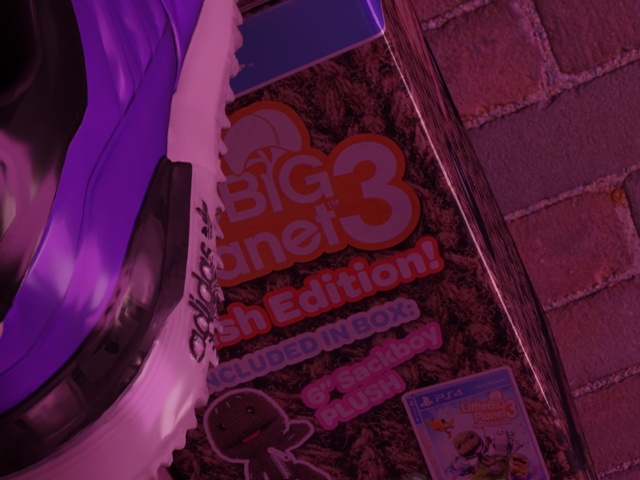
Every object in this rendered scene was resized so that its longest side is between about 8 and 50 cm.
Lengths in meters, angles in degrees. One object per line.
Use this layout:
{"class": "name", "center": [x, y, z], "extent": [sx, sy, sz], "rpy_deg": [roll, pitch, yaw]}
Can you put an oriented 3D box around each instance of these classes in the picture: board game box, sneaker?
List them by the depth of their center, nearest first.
{"class": "sneaker", "center": [-0.094, -0.070, 0.455], "extent": [0.293, 0.102, 0.146], "rpy_deg": [-101, 165, -51]}
{"class": "board game box", "center": [0.000, 0.000, 0.711], "extent": [0.232, 0.141, 0.291], "rpy_deg": [-95, 161, -62]}
